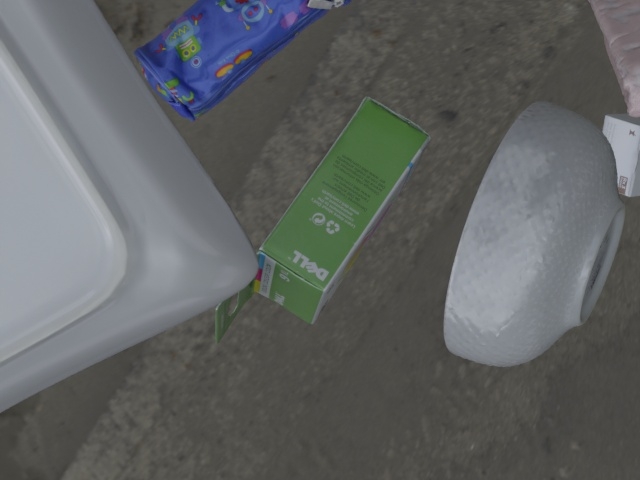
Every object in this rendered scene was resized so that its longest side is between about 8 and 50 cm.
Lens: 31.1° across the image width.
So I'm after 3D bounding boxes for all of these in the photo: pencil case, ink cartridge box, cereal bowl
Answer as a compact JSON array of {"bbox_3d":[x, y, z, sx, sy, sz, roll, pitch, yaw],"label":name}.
[{"bbox_3d":[-0.092,-0.281,1.498,0.306,0.119,0.133,-36,55,4],"label":"pencil case"},{"bbox_3d":[0.000,0.000,0.907,0.062,0.109,0.209,33,72,5],"label":"ink cartridge box"},{"bbox_3d":[0.283,0.005,1.425,0.141,0.339,0.339,20,108,21],"label":"cereal bowl"}]

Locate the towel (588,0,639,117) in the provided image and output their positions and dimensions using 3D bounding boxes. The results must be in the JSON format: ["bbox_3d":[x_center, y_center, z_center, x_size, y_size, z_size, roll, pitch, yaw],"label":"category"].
[{"bbox_3d":[0.406,-0.203,0.981,0.332,0.317,0.053,-14,113,12],"label":"towel"}]

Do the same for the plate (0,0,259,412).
[{"bbox_3d":[-0.211,-0.025,0.512,0.278,0.045,0.277,-28,110,8],"label":"plate"}]

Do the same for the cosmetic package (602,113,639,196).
[{"bbox_3d":[0.543,-0.141,1.825,0.085,0.231,0.117,29,117,50],"label":"cosmetic package"}]
